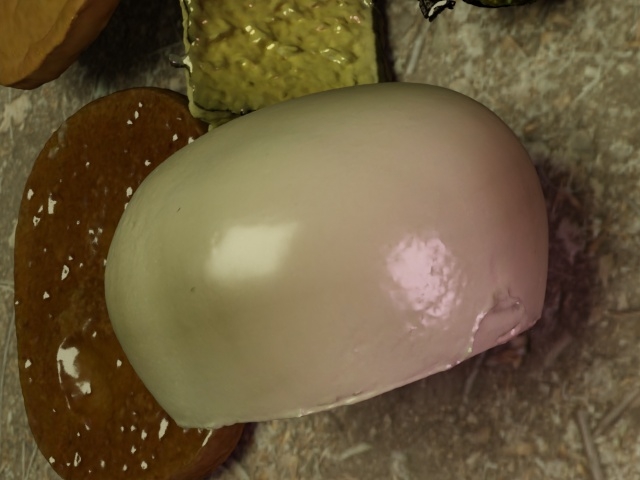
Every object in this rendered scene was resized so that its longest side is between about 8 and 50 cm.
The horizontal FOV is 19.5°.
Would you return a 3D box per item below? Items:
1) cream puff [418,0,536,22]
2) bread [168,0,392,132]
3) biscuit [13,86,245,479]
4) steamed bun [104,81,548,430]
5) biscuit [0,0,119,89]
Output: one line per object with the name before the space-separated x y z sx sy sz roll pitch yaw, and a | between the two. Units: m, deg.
cream puff | 0.121 -0.249 1.397 0.183 0.183 0.169 23 117 41
bread | -0.039 -0.205 1.557 0.178 0.142 0.266 -5 70 -2
biscuit | -0.148 0.040 1.638 0.314 0.063 0.367 -16 71 35
steamed bun | 0.000 0.000 1.342 0.324 0.324 0.206 -14 95 39
biscuit | -0.244 -0.336 1.655 0.385 0.062 0.365 -59 41 33
